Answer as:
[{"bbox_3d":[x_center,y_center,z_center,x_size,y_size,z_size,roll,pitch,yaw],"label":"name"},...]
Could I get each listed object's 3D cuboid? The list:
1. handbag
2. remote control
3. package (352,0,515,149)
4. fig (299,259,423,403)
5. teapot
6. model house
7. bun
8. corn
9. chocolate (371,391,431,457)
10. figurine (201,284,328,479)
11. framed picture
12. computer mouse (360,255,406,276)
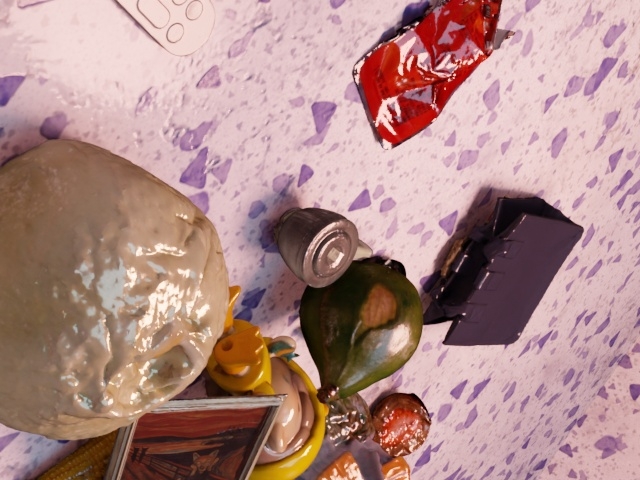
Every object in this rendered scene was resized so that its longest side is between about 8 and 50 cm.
[{"bbox_3d":[0.354,0.059,1.937,0.329,0.122,0.303,3,120,-54],"label":"handbag"},{"bbox_3d":[-0.184,-0.272,1.012,0.077,0.022,0.245,-52,149,-3],"label":"remote control"},{"bbox_3d":[0.176,-0.265,1.442,0.269,0.071,0.194,-41,132,-11],"label":"package"},{"bbox_3d":[0.050,0.145,1.490,0.245,0.195,0.195,-65,153,-20],"label":"fig"},{"bbox_3d":[-0.001,-0.008,1.430,0.149,0.108,0.111,-27,134,-33],"label":"teapot"},{"bbox_3d":[0.067,0.511,1.815,0.297,0.339,0.360,-31,142,-27],"label":"model house"},{"bbox_3d":[-0.245,0.068,1.076,0.349,0.227,0.352,-17,134,-41],"label":"bun"},{"bbox_3d":[-0.346,0.340,1.357,0.231,0.080,0.080,-38,146,-22],"label":"corn"},{"bbox_3d":[0.153,0.381,2.003,0.133,0.124,0.127,-22,148,-15],"label":"chocolate"},{"bbox_3d":[-0.098,0.216,1.438,0.187,0.215,0.344,-11,137,4],"label":"figurine"},{"bbox_3d":[-0.178,0.294,1.318,0.216,0.016,0.273,1,137,-22],"label":"framed picture"},{"bbox_3d":[0.071,0.110,1.668,0.241,0.077,0.146,-29,140,-32],"label":"computer mouse"}]
